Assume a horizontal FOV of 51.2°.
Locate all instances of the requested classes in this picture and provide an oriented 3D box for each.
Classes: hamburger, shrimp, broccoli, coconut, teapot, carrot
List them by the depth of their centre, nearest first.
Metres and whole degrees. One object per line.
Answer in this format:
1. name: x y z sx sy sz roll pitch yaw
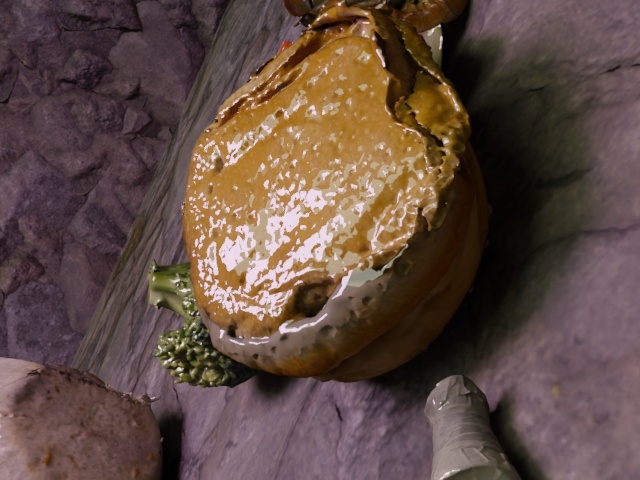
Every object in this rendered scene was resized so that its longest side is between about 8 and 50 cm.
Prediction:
1. teapot: 0.091 0.132 0.420 0.083 0.057 0.067 -89 2 -55
2. hamburger: 0.013 -0.032 0.562 0.318 0.158 0.319 -18 63 42
3. shrimp: 0.066 -0.247 0.716 0.115 0.217 0.051 44 152 40
4. broccoli: -0.115 0.068 0.785 0.226 0.176 0.198 44 114 51
5. coconut: -0.417 0.348 0.953 0.360 0.346 0.346 -43 29 27
6. carrot: -0.029 -0.461 1.264 0.087 0.087 0.193 -61 24 11

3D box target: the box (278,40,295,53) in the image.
1. box: -0.027 -0.143 0.857 0.182 0.133 0.099 -63 20 10

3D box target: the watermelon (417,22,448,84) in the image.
1. watermelon: 0.080 -0.156 0.694 0.145 0.137 0.193 -9 57 27
